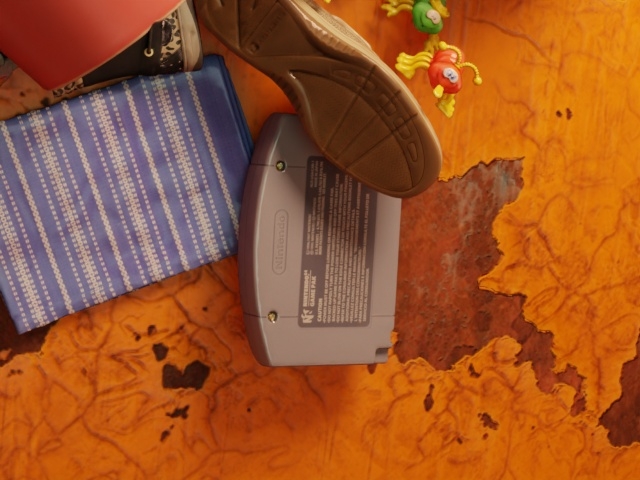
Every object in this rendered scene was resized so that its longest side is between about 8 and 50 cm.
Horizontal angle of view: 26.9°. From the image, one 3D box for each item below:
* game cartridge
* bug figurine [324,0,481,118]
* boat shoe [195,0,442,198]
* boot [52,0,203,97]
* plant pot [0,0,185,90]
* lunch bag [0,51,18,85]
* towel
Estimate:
[{"bbox_3d":[0.000,0.000,1.584,0.198,0.062,0.297,2,94,-24],"label":"game cartridge"},{"bbox_3d":[0.076,-0.274,1.500,0.279,0.216,0.072,40,118,-17],"label":"bug figurine"},{"bbox_3d":[0.012,-0.192,1.505,0.121,0.110,0.341,-41,98,23],"label":"boat shoe"},{"bbox_3d":[-0.238,-0.281,1.466,0.178,0.085,0.236,-16,105,-10],"label":"boot"},{"bbox_3d":[-0.264,-0.299,1.308,0.275,0.275,0.243,-38,109,-6],"label":"plant pot"},{"bbox_3d":[-0.480,-0.197,1.373,0.262,0.160,0.223,44,92,-8],"label":"lunch bag"},{"bbox_3d":[-0.231,-0.054,1.542,0.336,0.040,0.243,-20,106,-12],"label":"towel"}]
